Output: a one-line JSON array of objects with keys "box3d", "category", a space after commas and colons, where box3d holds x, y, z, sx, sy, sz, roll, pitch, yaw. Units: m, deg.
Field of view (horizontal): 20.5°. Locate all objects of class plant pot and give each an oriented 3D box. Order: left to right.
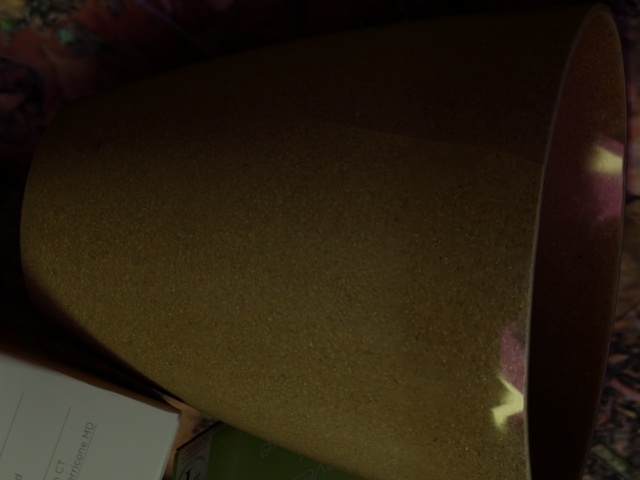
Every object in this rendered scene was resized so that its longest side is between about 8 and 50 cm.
[{"box3d": [0.000, 0.000, 0.832, 0.254, 0.237, 0.237, 6, 136, 19], "category": "plant pot"}]

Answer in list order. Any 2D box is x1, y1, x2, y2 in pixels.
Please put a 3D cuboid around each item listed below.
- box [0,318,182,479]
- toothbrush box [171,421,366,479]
[{"box3d": [-0.266, 0.093, 0.872, 0.345, 0.215, 0.168, 20, 88, -12], "category": "box"}, {"box3d": [0.014, 0.206, 0.966, 0.122, 0.283, 0.206, 35, 127, -28], "category": "toothbrush box"}]
